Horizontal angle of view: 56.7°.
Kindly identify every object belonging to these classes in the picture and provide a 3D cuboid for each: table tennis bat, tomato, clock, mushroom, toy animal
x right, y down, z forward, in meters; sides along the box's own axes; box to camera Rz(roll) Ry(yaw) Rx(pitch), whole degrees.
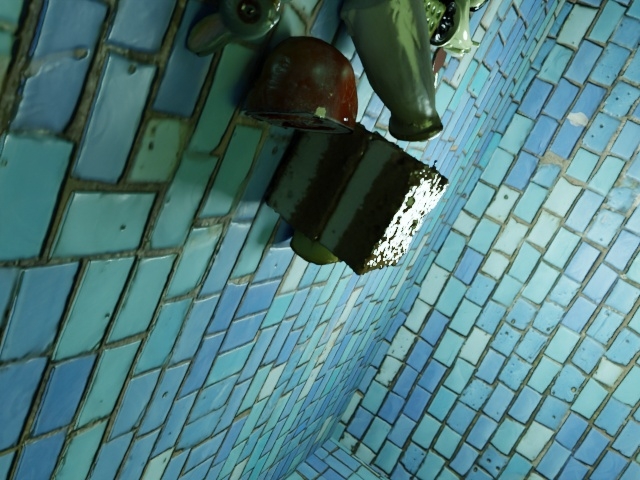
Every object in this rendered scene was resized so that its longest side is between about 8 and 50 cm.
[{"bbox_3d":[0.343,-0.506,1.728,0.087,0.013,0.156,-50,156,-29],"label":"table tennis bat"},{"bbox_3d":[-0.024,-0.271,1.029,0.214,0.181,0.155,-2,103,-75],"label":"tomato"},{"bbox_3d":[0.374,-0.620,1.494,0.379,0.120,0.276,-57,156,-4],"label":"clock"},{"bbox_3d":[0.157,-0.372,1.209,0.154,0.137,0.407,-48,136,-27],"label":"mushroom"},{"bbox_3d":[-0.081,-0.345,0.834,0.236,0.108,0.138,-61,160,9],"label":"toy animal"}]

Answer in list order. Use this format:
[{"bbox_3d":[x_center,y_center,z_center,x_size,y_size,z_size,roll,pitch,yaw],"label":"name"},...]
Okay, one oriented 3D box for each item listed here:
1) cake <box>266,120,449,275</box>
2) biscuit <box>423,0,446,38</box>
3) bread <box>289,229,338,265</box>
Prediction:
[{"bbox_3d":[0.080,-0.103,1.289,0.282,0.290,0.256,-62,158,11],"label":"cake"},{"bbox_3d":[0.173,-0.478,1.252,0.231,0.016,0.139,10,116,-46],"label":"biscuit"},{"bbox_3d":[-0.010,-0.002,1.461,0.156,0.125,0.086,-109,-154,-55],"label":"bread"}]
